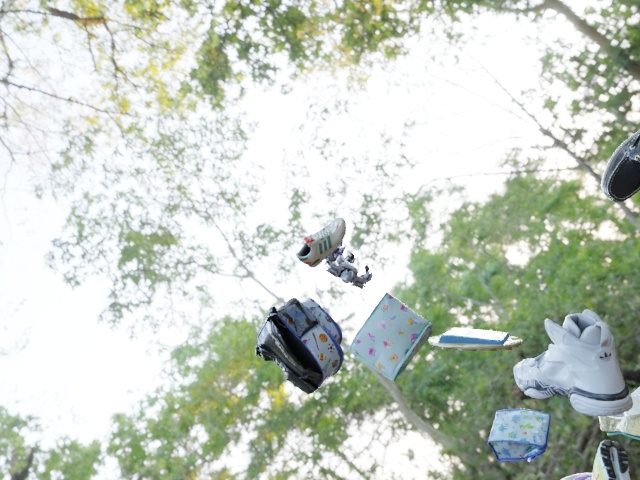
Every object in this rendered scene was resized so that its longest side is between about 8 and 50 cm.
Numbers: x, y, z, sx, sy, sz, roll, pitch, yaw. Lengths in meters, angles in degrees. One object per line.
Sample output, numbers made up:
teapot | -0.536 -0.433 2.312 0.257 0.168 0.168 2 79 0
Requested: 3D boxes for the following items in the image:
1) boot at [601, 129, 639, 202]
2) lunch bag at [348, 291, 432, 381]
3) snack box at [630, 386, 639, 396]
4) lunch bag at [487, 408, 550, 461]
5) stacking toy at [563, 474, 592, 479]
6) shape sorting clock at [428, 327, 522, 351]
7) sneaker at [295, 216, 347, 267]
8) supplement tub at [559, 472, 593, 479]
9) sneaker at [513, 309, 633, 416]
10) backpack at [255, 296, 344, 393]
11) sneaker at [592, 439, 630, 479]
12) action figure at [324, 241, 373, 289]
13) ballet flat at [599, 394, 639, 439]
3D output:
boot | 0.986 -0.254 1.849 0.377 0.138 0.284 -49 1 15
lunch bag | 0.261 0.367 2.412 0.262 0.223 0.160 -53 -20 -9
snack box | 0.962 0.513 1.884 0.022 0.178 0.064 22 -57 -18
lunch bag | 0.559 0.538 1.789 0.096 0.151 0.129 57 -143 -18
stacking toy | 0.733 0.646 1.594 0.141 0.141 0.330 -33 -11 -24
shape sorting clock | 0.347 0.229 1.450 0.206 0.206 0.041 1 -89 -51
sneaker | 0.000 0.000 1.671 0.161 0.057 0.075 -49 -43 15
supplement tub | 0.829 0.896 1.930 0.235 0.235 0.325 -19 -84 -38
sneaker | 0.576 0.271 1.524 0.137 0.366 0.211 -10 -88 -15
backpack | -0.052 0.331 2.017 0.213 0.263 0.277 -29 -21 -29
sneaker | 0.644 0.557 1.423 0.094 0.081 0.209 93 -168 -48
action figure | 0.088 0.084 2.266 0.185 0.285 0.099 39 -81 -13
ballet flat | 0.837 0.471 1.729 0.123 0.123 0.348 -44 -11 -8
